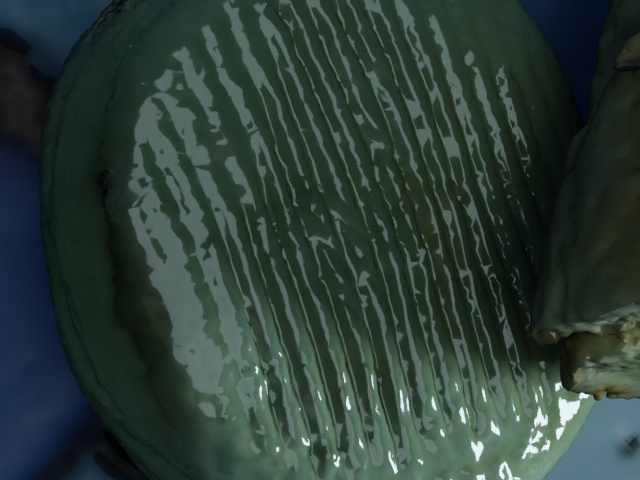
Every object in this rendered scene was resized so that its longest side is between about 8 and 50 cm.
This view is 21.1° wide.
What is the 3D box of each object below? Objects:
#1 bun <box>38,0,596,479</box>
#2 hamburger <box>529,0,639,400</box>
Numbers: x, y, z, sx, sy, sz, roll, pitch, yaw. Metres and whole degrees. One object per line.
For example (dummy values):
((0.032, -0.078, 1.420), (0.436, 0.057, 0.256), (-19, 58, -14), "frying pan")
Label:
((0.001, 0.003, 0.602), (0.221, 0.108, 0.221), (1, 86, -23), "bun")
((0.210, -0.048, 0.593), (0.330, 0.162, 0.209), (5, 73, -32), "hamburger")
